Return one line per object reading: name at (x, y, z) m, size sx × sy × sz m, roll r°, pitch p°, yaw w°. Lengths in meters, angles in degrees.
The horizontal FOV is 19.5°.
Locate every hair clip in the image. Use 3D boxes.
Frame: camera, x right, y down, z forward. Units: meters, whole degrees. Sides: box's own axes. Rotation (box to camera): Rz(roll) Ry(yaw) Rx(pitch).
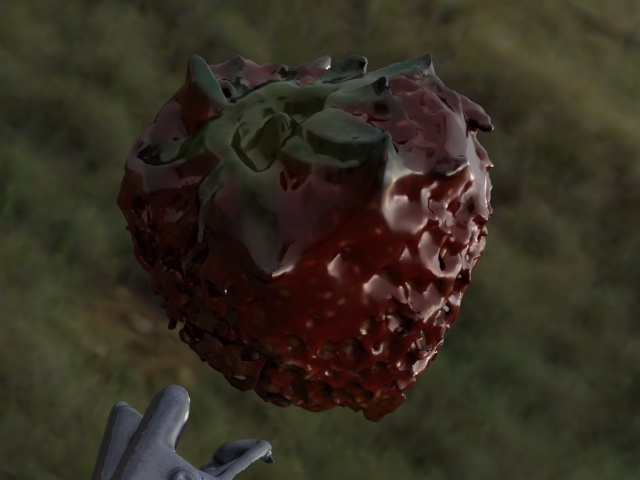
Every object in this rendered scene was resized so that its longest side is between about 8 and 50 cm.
hair clip at (-0.141, 0.197, 1.112) m, size 0.090 × 0.137 × 0.278 m, roll 47°, pitch 56°, yaw -13°

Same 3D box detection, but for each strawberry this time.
strawberry at (0.000, 0.000, 0.943) m, size 0.186 × 0.201 × 0.184 m, roll -16°, pitch 31°, yaw -2°
